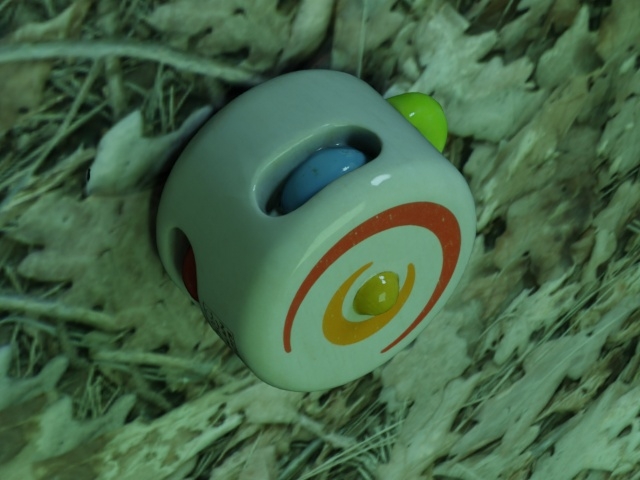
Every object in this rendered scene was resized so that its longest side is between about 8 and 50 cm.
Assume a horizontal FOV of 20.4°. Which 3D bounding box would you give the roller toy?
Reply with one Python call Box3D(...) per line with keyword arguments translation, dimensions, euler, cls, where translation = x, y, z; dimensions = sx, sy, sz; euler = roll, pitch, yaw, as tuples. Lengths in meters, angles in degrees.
Box3D(translation=(0.000, 0.000, 1.183), dimensions=(0.191, 0.146, 0.209), euler=(5, 124, -48), cls="roller toy")
